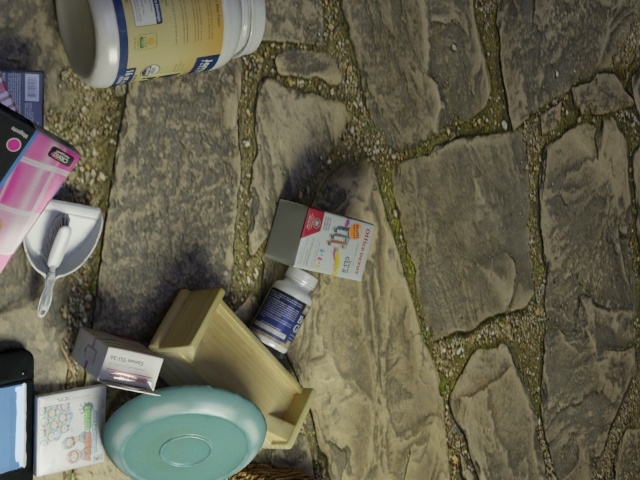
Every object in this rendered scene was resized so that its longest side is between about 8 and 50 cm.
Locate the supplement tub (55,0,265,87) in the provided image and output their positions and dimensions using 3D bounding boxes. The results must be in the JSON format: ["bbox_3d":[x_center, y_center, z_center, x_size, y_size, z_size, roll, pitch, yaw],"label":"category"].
[{"bbox_3d":[-0.278,-0.400,1.710,0.316,0.228,0.228,-15,108,-29],"label":"supplement tub"}]

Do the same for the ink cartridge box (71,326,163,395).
[{"bbox_3d":[-0.369,0.222,1.799,0.115,0.198,0.067,17,91,-34],"label":"ink cartridge box"}]

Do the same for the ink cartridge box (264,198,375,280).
[{"bbox_3d":[0.000,0.000,2.030,0.176,0.127,0.128,13,92,-35],"label":"ink cartridge box"}]

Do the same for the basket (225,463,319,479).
[{"bbox_3d":[-0.115,0.640,2.111,0.213,0.223,0.299,6,98,-66],"label":"basket"}]

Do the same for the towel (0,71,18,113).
[{"bbox_3d":[-0.597,-0.252,1.615,0.144,0.029,0.197,-28,111,-20],"label":"towel"}]

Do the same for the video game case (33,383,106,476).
[{"bbox_3d":[-0.475,0.359,1.854,0.143,0.019,0.157,-5,102,-42],"label":"video game case"}]

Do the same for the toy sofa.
[{"bbox_3d":[-0.188,0.264,1.969,0.362,0.177,0.150,51,48,-30],"label":"toy sofa"}]

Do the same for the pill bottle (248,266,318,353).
[{"bbox_3d":[-0.074,0.141,2.032,0.094,0.094,0.169,33,82,-33],"label":"pill bottle"}]

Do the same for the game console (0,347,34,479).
[{"bbox_3d":[-0.575,0.359,1.683,0.250,0.173,0.293,-7,105,-46],"label":"game console"}]

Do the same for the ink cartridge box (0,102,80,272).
[{"bbox_3d":[-0.582,-0.044,1.641,0.176,0.069,0.371,32,97,-37],"label":"ink cartridge box"}]

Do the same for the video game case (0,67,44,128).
[{"bbox_3d":[-0.608,-0.196,1.643,0.274,0.026,0.196,0,97,-25],"label":"video game case"}]

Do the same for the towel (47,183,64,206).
[{"bbox_3d":[-0.520,-0.114,1.736,0.119,0.029,0.067,43,76,-32],"label":"towel"}]

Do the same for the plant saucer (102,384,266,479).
[{"bbox_3d":[-0.260,0.393,1.886,0.318,0.043,0.317,-6,133,-6],"label":"plant saucer"}]

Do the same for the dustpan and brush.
[{"bbox_3d":[-0.484,0.036,1.768,0.147,0.060,0.211,11,109,-36],"label":"dustpan and brush"}]
